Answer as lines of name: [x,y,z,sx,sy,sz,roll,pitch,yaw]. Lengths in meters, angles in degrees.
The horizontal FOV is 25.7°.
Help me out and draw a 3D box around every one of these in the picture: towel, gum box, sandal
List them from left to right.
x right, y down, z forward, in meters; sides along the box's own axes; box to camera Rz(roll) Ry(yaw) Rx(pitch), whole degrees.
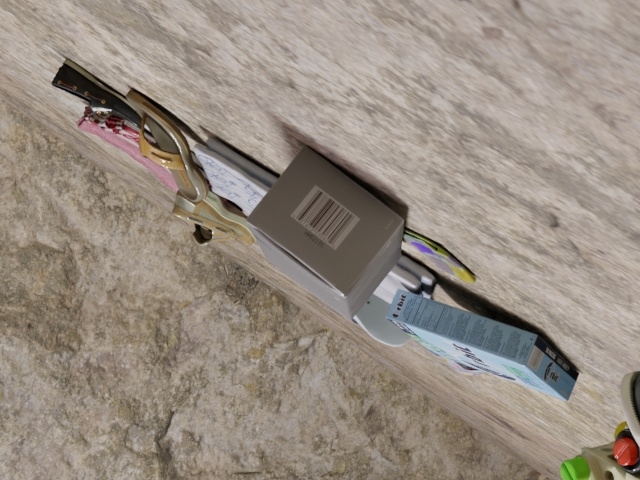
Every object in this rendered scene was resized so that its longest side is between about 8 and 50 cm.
sandal: [-0.194,-0.108,1.726,0.072,0.049,0.180,30,154,43]
towel: [-0.228,-0.116,2.068,0.237,0.037,0.329,34,174,-21]
towel: [0.121,0.017,1.431,0.060,0.009,0.083,29,173,41]
gum box: [0.189,0.122,1.625,0.184,0.041,0.157,19,170,32]

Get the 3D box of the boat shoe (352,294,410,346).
boat shoe: [0.064,0.096,2.161,0.183,0.065,0.083,38,177,4]

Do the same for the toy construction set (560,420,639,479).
toy construction set: [0.388,0.313,1.512,0.151,0.215,0.328,-11,-161,-43]

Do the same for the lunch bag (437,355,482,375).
lunch bag: [0.197,0.155,1.962,0.083,0.053,0.071,42,173,7]

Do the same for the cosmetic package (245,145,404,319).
cosmetic package: [0.009,-0.001,1.415,0.127,0.107,0.238,36,172,9]

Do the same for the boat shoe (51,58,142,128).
boat shoe: [-0.284,-0.181,1.808,0.133,0.042,0.049,33,172,-11]

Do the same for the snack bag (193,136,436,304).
snack bag: [0.000,0.000,1.765,0.323,0.037,0.342,31,172,9]

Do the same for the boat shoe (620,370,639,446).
boat shoe: [0.405,0.209,1.250,0.319,0.116,0.099,41,130,-10]

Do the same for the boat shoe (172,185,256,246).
boat shoe: [-0.155,-0.025,1.982,0.068,0.072,0.190,23,171,36]
